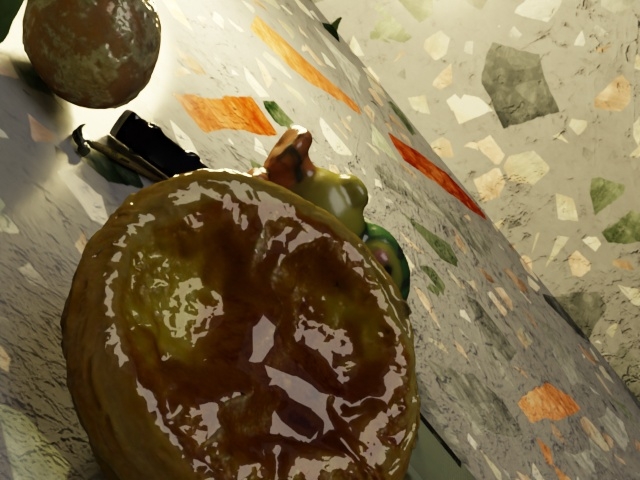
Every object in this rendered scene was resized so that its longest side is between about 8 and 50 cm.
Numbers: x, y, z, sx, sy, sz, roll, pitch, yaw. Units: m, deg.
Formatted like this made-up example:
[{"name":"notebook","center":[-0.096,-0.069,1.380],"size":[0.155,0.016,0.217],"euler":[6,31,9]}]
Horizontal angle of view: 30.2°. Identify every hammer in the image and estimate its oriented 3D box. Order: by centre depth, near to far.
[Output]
[{"name":"hammer","center":[-0.293,-0.121,1.721],"size":[0.182,0.017,0.062],"euler":[28,28,-51]}]

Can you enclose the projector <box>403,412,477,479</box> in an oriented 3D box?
[{"name":"projector","center":[0.084,0.315,1.519],"size":[0.242,0.163,0.177],"euler":[51,17,-10]}]

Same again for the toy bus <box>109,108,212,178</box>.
[{"name":"toy bus","center":[-0.240,-0.133,1.785],"size":[0.172,0.057,0.072],"euler":[37,-5,-33]}]

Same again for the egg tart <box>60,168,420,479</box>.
[{"name":"egg tart","center":[-0.086,0.144,1.292],"size":[0.443,0.178,0.443],"euler":[17,58,-29]}]

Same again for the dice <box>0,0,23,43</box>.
[{"name":"dice","center":[-0.496,-0.311,1.135],"size":[0.322,0.330,0.318],"euler":[20,39,-58]}]

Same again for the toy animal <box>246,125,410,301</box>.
[{"name":"toy animal","center":[0.000,0.001,1.891],"size":[0.338,0.216,0.191],"euler":[49,-9,-11]}]

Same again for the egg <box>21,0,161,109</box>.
[{"name":"egg","center":[-0.327,-0.293,1.696],"size":[0.203,0.203,0.245],"euler":[31,32,-44]}]
